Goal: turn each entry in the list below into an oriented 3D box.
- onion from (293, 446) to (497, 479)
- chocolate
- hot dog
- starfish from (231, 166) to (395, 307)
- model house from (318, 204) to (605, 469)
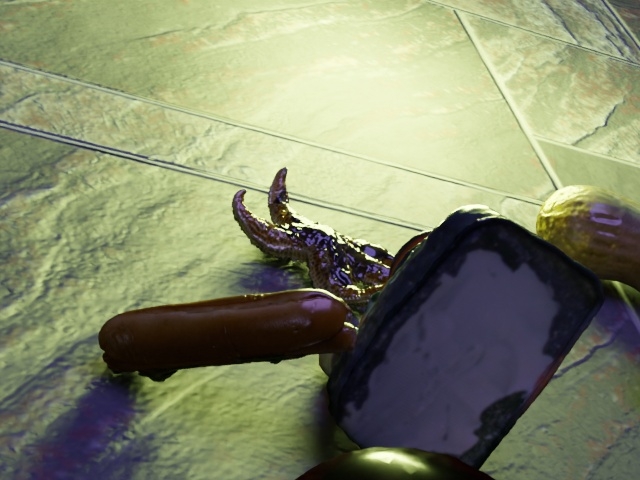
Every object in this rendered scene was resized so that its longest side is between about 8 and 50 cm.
[{"bbox_3d":[0.042,0.262,1.127,0.273,0.285,0.273,-8,52,11],"label":"onion"},{"bbox_3d":[0.435,0.009,2.032,0.309,0.134,0.134,20,28,-8],"label":"chocolate"},{"bbox_3d":[-0.089,0.092,1.442,0.250,0.068,0.100,-8,-12,12],"label":"hot dog"},{"bbox_3d":[-0.002,0.001,1.780,0.238,0.071,0.216,22,21,-27],"label":"starfish"},{"bbox_3d":[0.112,0.071,1.568,0.190,0.271,0.301,32,9,-18],"label":"model house"}]
